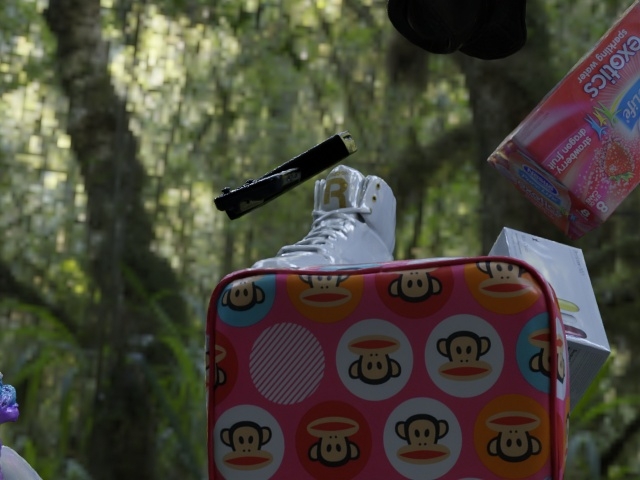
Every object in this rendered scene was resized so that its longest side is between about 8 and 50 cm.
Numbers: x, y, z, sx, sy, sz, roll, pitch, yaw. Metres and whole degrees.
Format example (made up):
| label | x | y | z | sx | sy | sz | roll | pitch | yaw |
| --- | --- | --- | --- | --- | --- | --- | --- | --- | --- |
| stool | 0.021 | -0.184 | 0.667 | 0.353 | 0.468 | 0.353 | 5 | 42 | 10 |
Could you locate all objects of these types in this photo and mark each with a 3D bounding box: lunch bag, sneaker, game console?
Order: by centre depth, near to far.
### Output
| label | x | y | z | sx | sy | sz | roll | pitch | yaw |
| --- | --- | --- | --- | --- | --- | --- | --- | --- | --- |
| lunch bag | 0.054 | 0.145 | 1.239 | 0.293 | 0.258 | 0.120 | -2 | -6 | 11 |
| sneaker | 0.000 | 0.000 | 1.640 | 0.108 | 0.169 | 0.292 | -3 | -7 | 24 |
| game console | -0.062 | -0.091 | 2.266 | 0.213 | 0.044 | 0.361 | -29 | 1 | 11 |

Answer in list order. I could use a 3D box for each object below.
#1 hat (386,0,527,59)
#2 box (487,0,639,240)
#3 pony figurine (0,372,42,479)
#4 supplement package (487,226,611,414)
| label | x | y | z | sx | sy | sz | roll | pitch | yaw |
| --- | --- | --- | --- | --- | --- | --- | --- | --- | --- |
| hat | 0.182 | -0.400 | 2.484 | 0.331 | 0.134 | 0.331 | 35 | -28 | 22 |
| box | 0.365 | -0.162 | 1.857 | 0.154 | 0.300 | 0.142 | 44 | -11 | 1 |
| pony figurine | -0.455 | 0.303 | 1.681 | 0.364 | 0.351 | 0.303 | -15 | 21 | 15 |
| supplement package | 0.332 | 0.147 | 2.449 | 0.145 | 0.261 | 0.204 | 16 | -55 | -15 |
